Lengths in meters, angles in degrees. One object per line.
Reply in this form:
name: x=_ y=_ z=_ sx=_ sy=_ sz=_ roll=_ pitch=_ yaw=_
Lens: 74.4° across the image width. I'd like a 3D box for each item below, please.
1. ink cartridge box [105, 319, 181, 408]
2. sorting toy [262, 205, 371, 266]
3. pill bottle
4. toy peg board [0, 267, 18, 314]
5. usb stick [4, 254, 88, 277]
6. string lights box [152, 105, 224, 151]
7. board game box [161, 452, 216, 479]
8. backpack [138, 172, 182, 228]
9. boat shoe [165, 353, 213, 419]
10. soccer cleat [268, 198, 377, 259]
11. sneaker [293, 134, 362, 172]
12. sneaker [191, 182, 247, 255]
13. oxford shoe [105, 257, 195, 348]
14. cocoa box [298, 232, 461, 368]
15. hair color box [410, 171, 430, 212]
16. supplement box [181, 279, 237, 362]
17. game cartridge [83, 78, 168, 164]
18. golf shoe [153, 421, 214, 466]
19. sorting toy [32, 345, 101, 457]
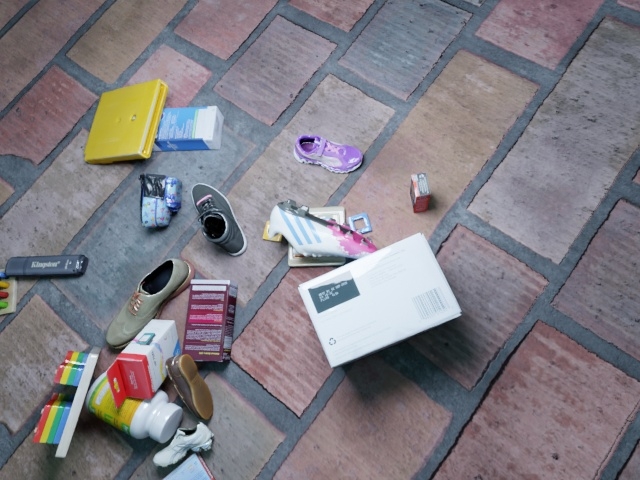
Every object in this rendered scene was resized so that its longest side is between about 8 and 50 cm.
ink cartridge box: x=-0.483 y=0.340 z=1.174 sx=0.078 sy=0.231 sz=0.134 roll=2 pitch=114 yaw=9
sorting toy: x=-0.016 y=-0.018 z=1.313 sx=0.348 sy=0.047 sz=0.196 roll=-2 pitch=74 yaw=9
pill bottle: x=-0.526 y=0.477 z=1.204 sx=0.246 sy=0.136 sz=0.136 roll=19 pitch=78 yaw=14
toy peg board: x=-1.128 y=0.174 z=1.423 sx=0.161 sy=0.079 sz=0.160 roll=-11 pitch=73 yaw=5
usb stick: x=-0.927 y=0.086 z=1.425 sx=0.278 sy=0.045 sz=0.077 roll=-2 pitch=60 yaw=6
string lights box: x=-0.482 y=-0.392 z=1.483 sx=0.260 sy=0.077 sz=0.133 roll=1 pitch=74 yaw=10
board game box: x=-0.416 y=0.739 z=1.168 sx=0.281 sy=0.027 sz=0.145 roll=-39 pitch=70 yaw=-3
backpack: x=-0.522 y=-0.121 z=1.375 sx=0.117 sy=0.158 sz=0.173 roll=4 pitch=88 yaw=-8
boat shoe: x=-0.376 y=0.420 z=1.210 sx=0.073 sy=0.073 sz=0.207 roll=-16 pitch=99 yaw=21
soccer cleat: x=0.000 y=0.000 z=1.243 sx=0.331 sy=0.116 sz=0.143 roll=26 pitch=107 yaw=7
sneaker: x=0.018 y=-0.288 z=1.358 sx=0.236 sy=0.104 sz=0.095 roll=13 pitch=75 yaw=12
sneaker: x=-0.344 y=-0.092 z=1.337 sx=0.105 sy=0.147 sz=0.295 roll=-36 pitch=70 yaw=0
oxford shoe: x=-0.549 y=0.183 z=1.297 sx=0.123 sy=0.130 sz=0.348 roll=37 pitch=83 yaw=17
cocoa box: x=0.156 y=0.171 z=1.134 sx=0.347 sy=0.228 sz=0.231 roll=-24 pitch=72 yaw=2
hair color box: x=0.294 y=-0.139 z=1.248 sx=0.043 sy=0.141 sz=0.072 roll=-9 pitch=72 yaw=6
supplement box: x=-0.333 y=0.242 z=1.275 sx=0.130 sy=0.073 sz=0.239 roll=0 pitch=74 yaw=10
game cartridge: x=-0.695 y=-0.413 z=1.492 sx=0.324 sy=0.053 sz=0.285 roll=2 pitch=75 yaw=31
golf shoe: x=-0.393 y=0.563 z=1.180 sx=0.176 sy=0.069 sz=0.086 roll=-24 pitch=107 yaw=-5
sorting toy: x=-0.708 y=0.432 z=1.183 sx=0.089 sy=0.255 sz=0.257 roll=18 pitch=75 yaw=-22
